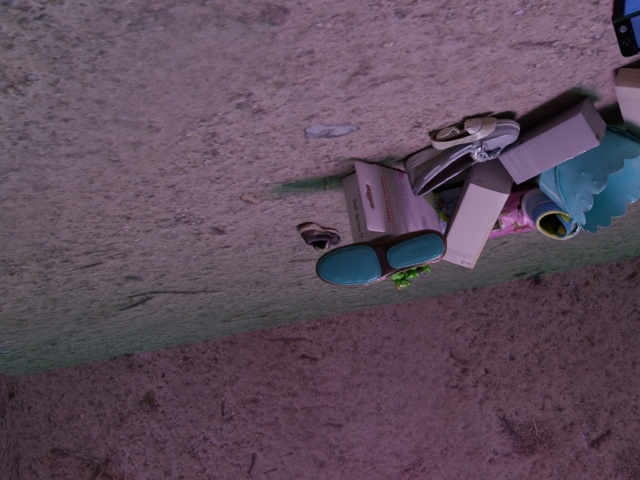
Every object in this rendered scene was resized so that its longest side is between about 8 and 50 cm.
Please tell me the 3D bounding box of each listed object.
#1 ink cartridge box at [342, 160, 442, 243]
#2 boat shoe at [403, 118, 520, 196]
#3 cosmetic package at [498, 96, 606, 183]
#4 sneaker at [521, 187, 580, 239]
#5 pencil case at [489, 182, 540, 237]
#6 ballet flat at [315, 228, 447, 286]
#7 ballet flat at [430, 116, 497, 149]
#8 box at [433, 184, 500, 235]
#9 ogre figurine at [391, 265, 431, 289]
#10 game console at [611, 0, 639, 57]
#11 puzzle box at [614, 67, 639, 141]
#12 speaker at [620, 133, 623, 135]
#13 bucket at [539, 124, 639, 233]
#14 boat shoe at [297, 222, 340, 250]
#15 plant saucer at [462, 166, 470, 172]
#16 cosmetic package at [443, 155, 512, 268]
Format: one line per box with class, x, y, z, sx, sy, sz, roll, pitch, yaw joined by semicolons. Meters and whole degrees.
ink cartridge box;0.182;-0.083;1.800;0.119;0.207;0.353;-23;159;39
boat shoe;0.370;-0.216;1.689;0.320;0.103;0.118;-22;160;27
cosmetic package;0.590;-0.253;1.656;0.238;0.107;0.127;-32;-170;39
sneaker;0.779;-0.085;1.939;0.319;0.208;0.127;-11;119;11
pencil case;0.558;-0.081;2.149;0.386;0.167;0.160;-11;144;1
ballet flat;0.160;0.043;1.696;0.342;0.116;0.124;-17;180;8
ballet flat;0.351;-0.268;1.602;0.168;0.057;0.052;-20;151;23
box;0.428;-0.088;2.031;0.233;0.159;0.044;-13;-170;4
ogre figurine;0.250;0.079;1.875;0.118;0.097;0.197;-27;179;9
game console;0.645;-0.434;1.245;0.144;0.124;0.085;-17;-172;17
puzzle box;0.893;-0.303;1.602;0.272;0.052;0.409;15;174;33
speaker;0.882;-0.287;1.902;0.136;0.055;0.055;-11;162;-1
bucket;0.751;-0.179;1.776;0.281;0.183;0.281;-27;142;-23
boat shoe;0.001;0.000;2.152;0.080;0.073;0.223;-21;160;25
plant saucer;0.404;-0.215;1.861;0.083;0.015;0.083;-11;162;-3
cosmetic package;0.440;-0.084;1.848;0.113;0.160;0.309;19;139;5
